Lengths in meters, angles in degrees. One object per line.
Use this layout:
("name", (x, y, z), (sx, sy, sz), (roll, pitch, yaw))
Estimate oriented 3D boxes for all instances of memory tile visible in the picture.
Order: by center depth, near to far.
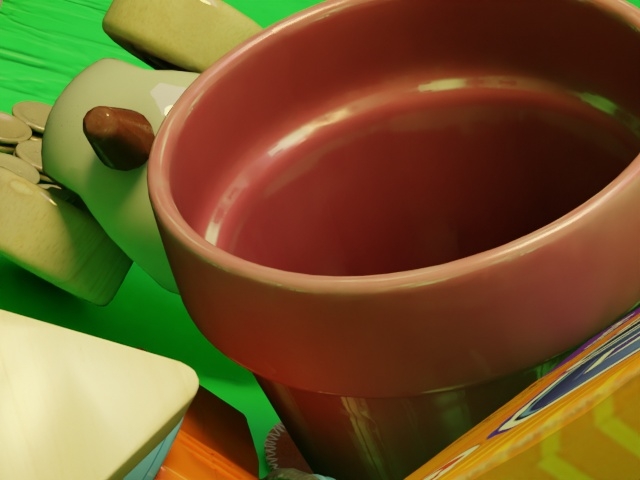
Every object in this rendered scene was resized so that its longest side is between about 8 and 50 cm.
("memory tile", (-0.156, -0.037, 1.056), (0.113, 0.012, 0.148), (31, 26, 22))

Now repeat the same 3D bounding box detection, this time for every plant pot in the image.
("plant pot", (0.051, 0.023, 0.769), (0.201, 0.180, 0.201), (-10, 35, 7))

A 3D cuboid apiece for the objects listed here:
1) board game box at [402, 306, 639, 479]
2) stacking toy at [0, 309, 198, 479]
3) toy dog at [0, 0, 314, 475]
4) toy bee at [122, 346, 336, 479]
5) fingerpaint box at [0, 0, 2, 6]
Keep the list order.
("board game box", (0.250, 0.114, 0.429), (0.357, 0.356, 0.356), (57, 21, 5))
("stacking toy", (-0.195, 0.113, 0.483), (0.309, 0.130, 0.279), (26, 55, -4))
("toy dog", (0.000, 0.000, 0.903), (0.333, 0.220, 0.161), (10, 2, -2))
("toy bee", (-0.072, 0.121, 0.644), (0.195, 0.162, 0.298), (34, -4, 8))
("fingerpaint box", (-0.335, -0.104, 0.772), (0.371, 0.163, 0.445), (13, 12, -18))
